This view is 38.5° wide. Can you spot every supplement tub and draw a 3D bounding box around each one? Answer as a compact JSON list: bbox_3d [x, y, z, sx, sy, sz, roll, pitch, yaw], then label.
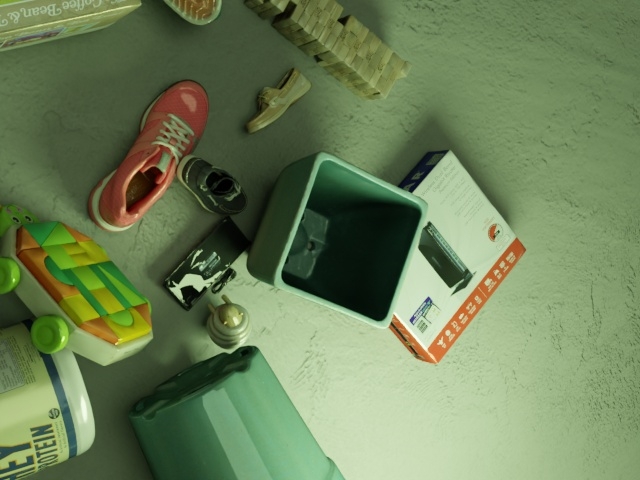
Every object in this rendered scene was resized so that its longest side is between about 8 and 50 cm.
[{"bbox_3d":[-0.540,0.273,1.413,0.325,0.235,0.235,-19,101,-26],"label":"supplement tub"}]

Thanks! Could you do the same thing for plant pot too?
[{"bbox_3d":[0.000,0.000,1.687,0.248,0.252,0.247,24,80,-27],"label":"plant pot"},{"bbox_3d":[-0.149,0.385,1.598,0.341,0.341,0.334,-29,97,-25],"label":"plant pot"}]

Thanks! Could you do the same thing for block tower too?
[{"bbox_3d":[0.018,-0.396,1.774,0.335,0.091,0.097,33,77,-25],"label":"block tower"}]

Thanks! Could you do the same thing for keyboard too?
[{"bbox_3d":[-0.204,0.049,1.705,0.180,0.023,0.108,-48,123,-17],"label":"keyboard"}]

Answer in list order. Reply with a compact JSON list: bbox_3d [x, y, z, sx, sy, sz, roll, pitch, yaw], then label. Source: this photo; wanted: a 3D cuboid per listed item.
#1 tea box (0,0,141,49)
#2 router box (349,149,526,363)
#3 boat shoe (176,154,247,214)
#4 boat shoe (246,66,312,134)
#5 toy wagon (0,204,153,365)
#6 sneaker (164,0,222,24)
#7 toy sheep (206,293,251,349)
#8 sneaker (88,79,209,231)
[{"bbox_3d":[-0.501,-0.467,1.415,0.329,0.220,0.323,-19,100,-27],"label":"tea box"},{"bbox_3d":[0.233,0.033,1.911,0.335,0.082,0.301,-49,113,-18],"label":"router box"},{"bbox_3d":[-0.179,-0.088,1.644,0.075,0.065,0.206,-62,150,-7],"label":"boat shoe"},{"bbox_3d":[-0.090,-0.267,1.740,0.170,0.063,0.059,-47,109,-29],"label":"boat shoe"},{"bbox_3d":[-0.418,0.052,1.467,0.068,0.267,0.344,-45,80,16],"label":"toy wagon"},{"bbox_3d":[-0.292,-0.495,1.599,0.108,0.121,0.302,-42,102,4],"label":"sneaker"},{"bbox_3d":[-0.169,0.157,1.687,0.091,0.132,0.091,1,58,-2],"label":"toy sheep"},{"bbox_3d":[-0.275,-0.145,1.598,0.116,0.136,0.313,37,74,-25],"label":"sneaker"}]
